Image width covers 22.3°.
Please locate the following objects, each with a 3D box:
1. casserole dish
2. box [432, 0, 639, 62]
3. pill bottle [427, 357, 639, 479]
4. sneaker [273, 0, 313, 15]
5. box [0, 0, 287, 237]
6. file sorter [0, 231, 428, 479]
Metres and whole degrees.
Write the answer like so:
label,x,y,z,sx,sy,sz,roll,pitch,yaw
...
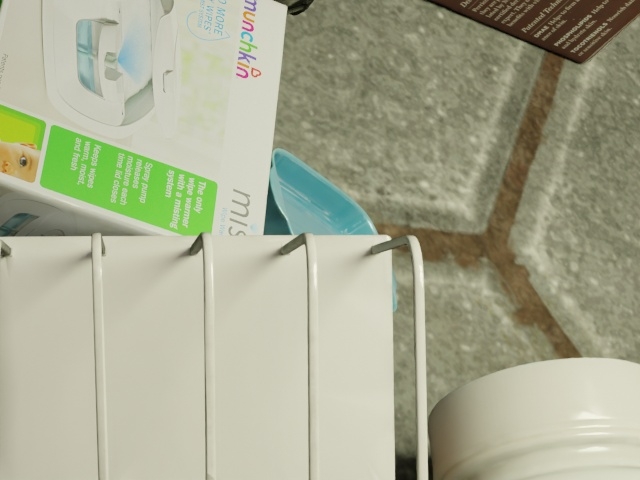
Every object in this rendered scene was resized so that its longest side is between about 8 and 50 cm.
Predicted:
label,x,y,z,sx,sy,sz,roll,pitch,yaw
casserole dish,0.000,0.000,1.306,0.188,0.037,0.114,33,35,-50
box,0.225,-0.311,1.599,0.203,0.167,0.168,18,55,-23
pill bottle,0.197,0.299,1.172,0.224,0.224,0.392,9,58,-29
sneaker,-0.118,-0.238,1.379,0.276,0.135,0.097,4,71,-5
box,-0.160,-0.089,1.242,0.231,0.127,0.262,20,53,-20
file sorter,-0.078,0.088,1.052,0.278,0.173,0.192,0,87,-7
